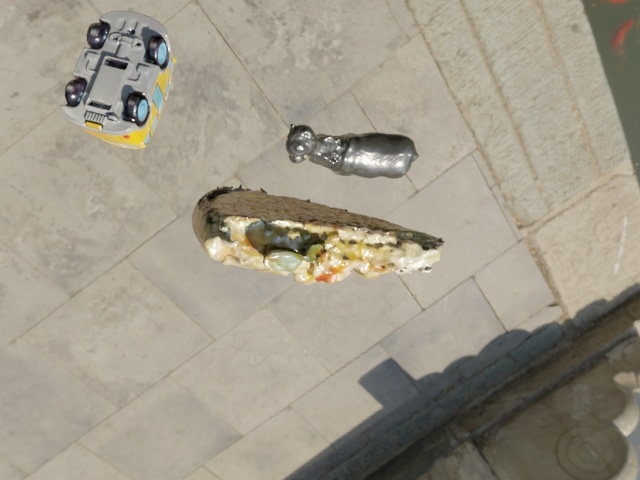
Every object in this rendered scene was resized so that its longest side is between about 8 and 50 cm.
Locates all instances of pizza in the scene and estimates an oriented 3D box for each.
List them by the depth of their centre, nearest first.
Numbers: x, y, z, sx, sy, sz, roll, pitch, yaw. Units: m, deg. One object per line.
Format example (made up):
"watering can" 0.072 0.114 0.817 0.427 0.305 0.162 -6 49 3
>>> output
"pizza" 0.000 0.000 0.388 0.195 0.185 0.053 11 104 -5

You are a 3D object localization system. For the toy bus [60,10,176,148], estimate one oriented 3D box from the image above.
"toy bus" -0.321 -0.256 0.836 0.125 0.136 0.210 14 77 2

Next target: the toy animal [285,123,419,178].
"toy animal" 0.059 -0.199 1.152 0.342 0.168 0.107 1 92 -26
